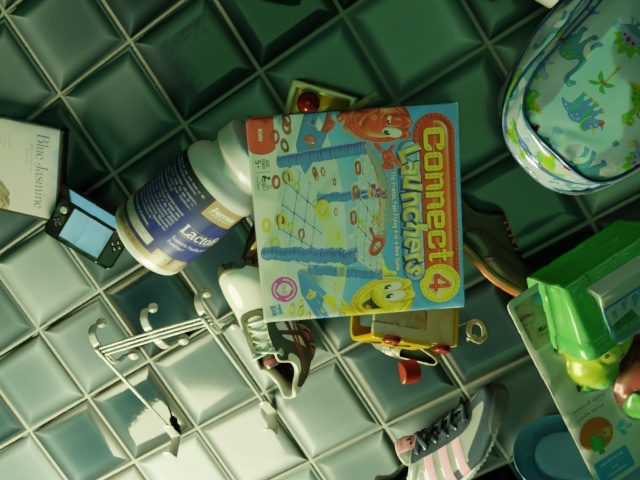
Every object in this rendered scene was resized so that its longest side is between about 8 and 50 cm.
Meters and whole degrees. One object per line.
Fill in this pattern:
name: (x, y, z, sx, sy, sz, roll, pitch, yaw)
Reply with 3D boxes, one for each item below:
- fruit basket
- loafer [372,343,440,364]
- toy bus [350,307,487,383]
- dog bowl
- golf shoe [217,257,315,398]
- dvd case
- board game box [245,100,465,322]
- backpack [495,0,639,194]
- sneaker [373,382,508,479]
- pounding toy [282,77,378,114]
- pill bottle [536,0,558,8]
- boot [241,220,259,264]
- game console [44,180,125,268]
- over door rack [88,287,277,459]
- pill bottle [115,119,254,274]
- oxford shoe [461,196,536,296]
fruit basket: (0.490, 0.160, 1.010, 0.327, 0.165, 0.353, -30, 95, -8)
loafer: (0.152, 0.192, 1.184, 0.125, 0.039, 0.045, 14, 108, 6)
toy bus: (0.149, 0.138, 1.135, 0.202, 0.191, 0.104, 56, 151, -4)
dog bowl: (0.478, 0.378, 1.103, 0.297, 0.166, 0.074, -5, 122, 24)
golf shoe: (-0.086, 0.148, 1.132, 0.105, 0.120, 0.272, -20, 122, 18)
dvd case: (-0.594, -0.142, 1.235, 0.253, 0.022, 0.180, 12, 107, 6)
board game box: (0.054, -0.044, 0.998, 0.302, 0.086, 0.308, -5, 101, 0)
backpack: (0.412, -0.231, 0.935, 0.290, 0.273, 0.355, 44, 120, -10)
sneaker: (0.210, 0.369, 1.184, 0.131, 0.112, 0.318, 28, 107, -1)
pounding toy: (0.013, -0.198, 1.071, 0.141, 0.100, 0.130, 17, 107, 5)
pill bottle: (0.234, -0.459, 0.927, 0.302, 0.169, 0.169, 33, 108, 0)
boot: (0.000, 0.000, 1.139, 0.220, 0.109, 0.283, 27, 118, -16)
game console: (-0.420, -0.024, 1.194, 0.144, 0.085, 0.124, 33, 98, -6)
over door rack: (-0.248, 0.246, 1.246, 0.240, 0.108, 0.324, -17, 116, 14)
pill bottle: (-0.202, -0.073, 1.116, 0.265, 0.153, 0.153, -37, 96, 17)
oxford shoe: (0.289, 0.010, 1.084, 0.271, 0.097, 0.098, 36, 102, -1)
